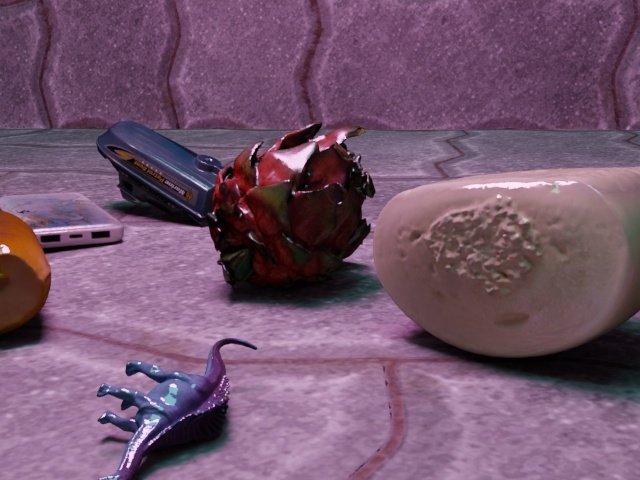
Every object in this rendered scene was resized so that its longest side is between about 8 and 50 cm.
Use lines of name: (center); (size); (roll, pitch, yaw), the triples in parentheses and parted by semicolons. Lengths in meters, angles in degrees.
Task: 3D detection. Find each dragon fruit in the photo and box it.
dragon fruit: (-0.030, -0.033, 0.877); (0.188, 0.182, 0.182); (-8, 13, 6)

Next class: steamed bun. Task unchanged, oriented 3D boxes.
steamed bun: (0.191, 0.014, 0.702); (0.250, 0.155, 0.200); (2, 9, 40)

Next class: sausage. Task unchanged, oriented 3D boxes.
sausage: (-0.358, 0.019, 0.842); (0.112, 0.112, 0.328); (-7, 13, -23)

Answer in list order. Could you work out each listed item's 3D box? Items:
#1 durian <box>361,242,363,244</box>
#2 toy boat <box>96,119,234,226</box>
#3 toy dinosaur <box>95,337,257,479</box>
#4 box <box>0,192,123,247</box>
durian: (-0.005, -0.001, 0.973); (0.130, 0.066, 0.052); (-5, 10, 27)
toy boat: (-0.263, -0.111, 1.290); (0.296, 0.122, 0.114); (28, 22, 25)
toy dinosaur: (-0.106, 0.115, 0.547); (0.080, 0.045, 0.197); (17, 26, 17)
box: (-0.403, -0.034, 1.189); (0.142, 0.044, 0.285); (-4, 14, -29)
